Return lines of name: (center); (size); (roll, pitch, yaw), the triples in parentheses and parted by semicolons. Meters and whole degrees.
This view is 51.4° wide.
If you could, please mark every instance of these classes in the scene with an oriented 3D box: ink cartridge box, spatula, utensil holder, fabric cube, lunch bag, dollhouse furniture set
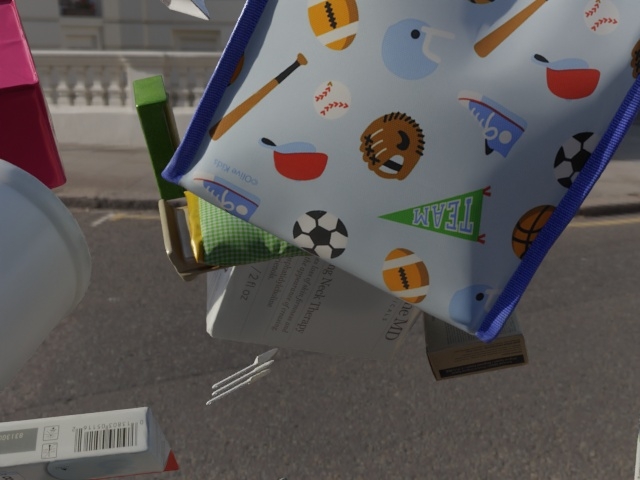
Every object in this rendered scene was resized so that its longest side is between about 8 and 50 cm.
ink cartridge box: (0.319, 0.176, 1.410); (0.193, 0.088, 0.234); (-14, 29, 13)
spatula: (-0.243, 0.424, 2.068); (0.242, 0.168, 0.019); (-23, 65, -32)
utensil holder: (-0.553, 0.102, 0.899); (0.328, 0.327, 0.385); (4, 33, 11)
fabric cube: (-0.639, -0.248, 1.224); (0.254, 0.258, 0.259); (-15, 58, -19)
lunch bag: (0.100, -0.166, 0.599); (0.328, 0.385, 0.239); (25, 17, -6)
dollhouse furniture set: (-0.119, -0.103, 0.858); (0.198, 0.151, 0.301); (-13, 35, -11)
ink cartridge box: (-0.454, 0.446, 1.297); (0.309, 0.384, 0.091); (-6, 55, -6)

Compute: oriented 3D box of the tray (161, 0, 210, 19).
tray: (-0.342, -0.575, 1.512); (0.145, 0.030, 0.270); (42, -4, -39)

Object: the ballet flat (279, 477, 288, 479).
ballet flat: (-0.149, 0.773, 1.920); (0.070, 0.188, 0.070); (20, -15, 6)

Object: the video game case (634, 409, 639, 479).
video game case: (0.608, 0.360, 1.216); (0.023, 0.193, 0.212); (6, 10, 35)

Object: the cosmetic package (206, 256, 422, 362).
cosmetic package: (0.000, 0.000, 1.348); (0.394, 0.329, 0.327); (11, 36, -19)
